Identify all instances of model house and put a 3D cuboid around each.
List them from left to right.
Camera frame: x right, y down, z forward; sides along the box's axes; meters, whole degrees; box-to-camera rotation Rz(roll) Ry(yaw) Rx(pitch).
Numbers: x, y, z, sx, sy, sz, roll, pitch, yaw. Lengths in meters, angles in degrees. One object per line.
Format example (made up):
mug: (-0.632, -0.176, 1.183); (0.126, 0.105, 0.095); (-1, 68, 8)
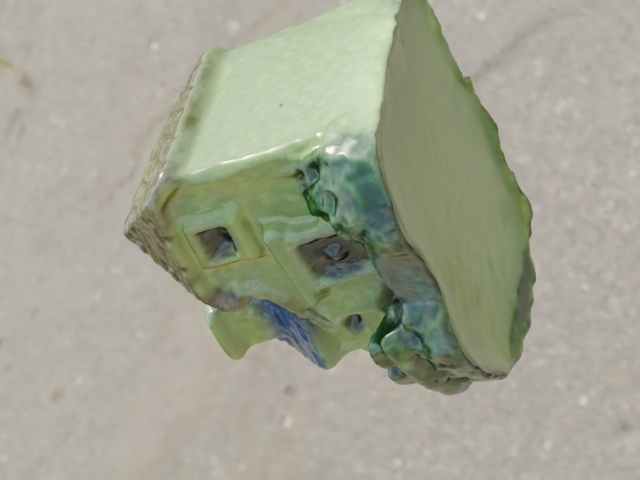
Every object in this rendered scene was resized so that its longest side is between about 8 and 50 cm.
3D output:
model house: (0.000, 0.000, 1.063); (0.189, 0.214, 0.195); (-12, 41, 23)
